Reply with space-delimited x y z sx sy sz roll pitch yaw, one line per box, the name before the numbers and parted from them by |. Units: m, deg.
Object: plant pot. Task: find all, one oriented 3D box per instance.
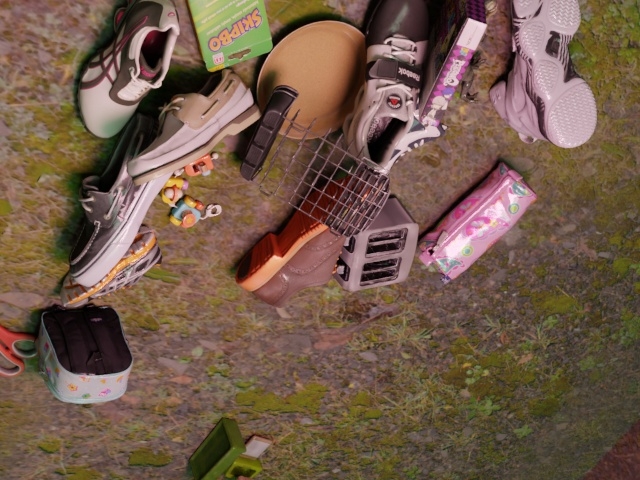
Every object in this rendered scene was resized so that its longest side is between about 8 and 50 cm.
plant pot | -0.011 -0.295 1.622 0.236 0.032 0.236 -15 131 -18

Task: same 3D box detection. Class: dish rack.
dish rack | -0.006 -0.128 1.592 0.271 0.074 0.208 31 138 -1

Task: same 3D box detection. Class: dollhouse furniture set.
dollhouse furniture set | -0.157 0.594 2.075 0.197 0.301 0.151 26 113 -38

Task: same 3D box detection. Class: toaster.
toaster | 0.112 0.006 1.882 0.185 0.110 0.168 -9 130 -24

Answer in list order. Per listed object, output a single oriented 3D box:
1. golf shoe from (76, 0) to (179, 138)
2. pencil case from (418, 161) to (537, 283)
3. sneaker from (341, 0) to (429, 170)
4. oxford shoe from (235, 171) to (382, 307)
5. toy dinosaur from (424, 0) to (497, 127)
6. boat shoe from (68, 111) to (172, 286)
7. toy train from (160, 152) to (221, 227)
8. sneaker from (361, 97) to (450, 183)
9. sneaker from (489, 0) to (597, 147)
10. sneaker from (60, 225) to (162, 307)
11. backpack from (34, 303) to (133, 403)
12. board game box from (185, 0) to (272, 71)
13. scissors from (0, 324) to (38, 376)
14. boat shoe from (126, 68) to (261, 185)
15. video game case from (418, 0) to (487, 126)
golf shoe | -0.308 -0.268 1.417 0.105 0.120 0.273 10 121 -37
pencil case | 0.344 -0.039 1.969 0.284 0.124 0.124 -44 134 10
sneaker | 0.133 -0.276 1.574 0.122 0.146 0.331 6 112 -16
oxford shoe | 0.000 0.000 1.776 0.363 0.130 0.132 -37 118 21
toy dinosaur | 0.272 -0.326 1.699 0.118 0.064 0.268 21 93 -52
boat shoe | -0.367 -0.079 1.555 0.119 0.121 0.335 27 98 -34
toy train | -0.235 -0.088 1.654 0.125 0.046 0.166 -20 133 -13
sneaker | 0.179 -0.201 1.760 0.153 0.094 0.235 5 113 -22
sneaker | 0.411 -0.357 1.745 0.137 0.210 0.366 -18 98 -16
sneaker | -0.389 0.065 1.669 0.214 0.084 0.083 -33 140 -3
backpack | -0.446 0.227 1.683 0.165 0.188 0.144 2 119 -36
board game box | -0.159 -0.407 1.444 0.124 0.039 0.259 -22 131 -11
scissors | -0.632 0.160 1.650 0.109 0.021 0.297 -33 136 1
boat shoe | -0.222 -0.190 1.470 0.302 0.113 0.103 -45 115 -47
video game case | 0.229 -0.346 1.564 0.041 0.232 0.210 17 128 -7
